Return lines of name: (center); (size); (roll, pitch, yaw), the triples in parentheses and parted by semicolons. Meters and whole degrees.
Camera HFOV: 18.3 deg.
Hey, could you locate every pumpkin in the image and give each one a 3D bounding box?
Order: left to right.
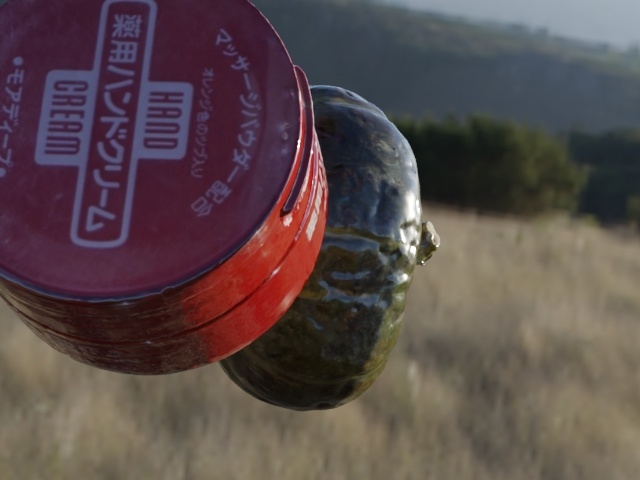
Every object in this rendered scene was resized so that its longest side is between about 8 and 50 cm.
pumpkin: (0.000, 0.000, 1.338); (0.162, 0.219, 0.219); (3, 9, -15)

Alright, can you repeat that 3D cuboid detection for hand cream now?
hand cream: (-0.093, -0.034, 1.013); (0.193, 0.193, 0.125); (9, -19, 10)
